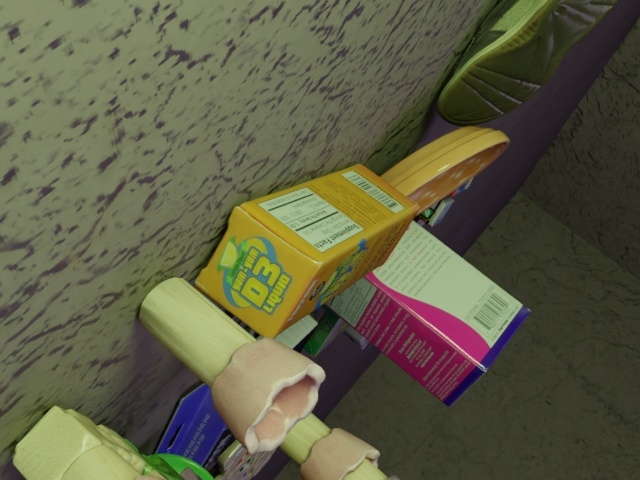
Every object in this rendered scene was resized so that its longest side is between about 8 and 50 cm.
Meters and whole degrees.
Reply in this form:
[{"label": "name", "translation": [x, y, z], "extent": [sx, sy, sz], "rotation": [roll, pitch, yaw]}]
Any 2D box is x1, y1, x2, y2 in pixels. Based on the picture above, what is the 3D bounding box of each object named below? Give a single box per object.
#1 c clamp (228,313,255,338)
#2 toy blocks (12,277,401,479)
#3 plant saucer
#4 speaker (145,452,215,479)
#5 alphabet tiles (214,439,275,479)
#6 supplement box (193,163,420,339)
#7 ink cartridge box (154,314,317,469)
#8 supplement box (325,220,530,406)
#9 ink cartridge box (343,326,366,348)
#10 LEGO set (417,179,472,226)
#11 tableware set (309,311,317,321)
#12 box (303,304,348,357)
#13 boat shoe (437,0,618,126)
[{"label": "c clamp", "translation": [-0.045, 0.052, 0.746], "extent": [0.160, 0.022, 0.137], "rotation": [-51, 169, -4]}, {"label": "toy blocks", "translation": [-0.065, 0.247, 0.523], "extent": [0.309, 0.260, 0.288], "rotation": [-48, 152, -12]}, {"label": "plant saucer", "translation": [0.106, -0.061, 0.820], "extent": [0.200, 0.037, 0.200], "rotation": [-32, 171, -6]}, {"label": "speaker", "translation": [-0.205, 0.352, 0.806], "extent": [0.131, 0.131, 0.296], "rotation": [-33, 158, -57]}, {"label": "alphabet tiles", "translation": [-0.128, 0.383, 1.385], "extent": [0.278, 0.021, 0.284], "rotation": [-45, 161, -27]}, {"label": "supplement box", "translation": [0.000, 0.000, 0.624], "extent": [0.078, 0.080, 0.233], "rotation": [-59, 164, 24]}, {"label": "ink cartridge box", "translation": [-0.107, 0.193, 0.893], "extent": [0.208, 0.045, 0.206], "rotation": [-36, 162, -47]}, {"label": "supplement box", "translation": [0.114, 0.072, 0.924], "extent": [0.111, 0.220, 0.114], "rotation": [-42, 167, -34]}, {"label": "ink cartridge box", "translation": [0.083, 0.125, 1.351], "extent": [0.109, 0.063, 0.150], "rotation": [-50, 168, -7]}, {"label": "LEGO set", "translation": [0.236, -0.085, 1.314], "extent": [0.182, 0.060, 0.244], "rotation": [-59, 166, 18]}, {"label": "tableware set", "translation": [-0.055, 0.164, 1.056], "extent": [0.104, 0.024, 0.154], "rotation": [-42, 164, -52]}, {"label": "box", "translation": [0.042, 0.089, 1.142], "extent": [0.179, 0.043, 0.105], "rotation": [-31, 157, -53]}, {"label": "boat shoe", "translation": [0.197, -0.202, 0.755], "extent": [0.223, 0.080, 0.073], "rotation": [-45, -144, 40]}]
